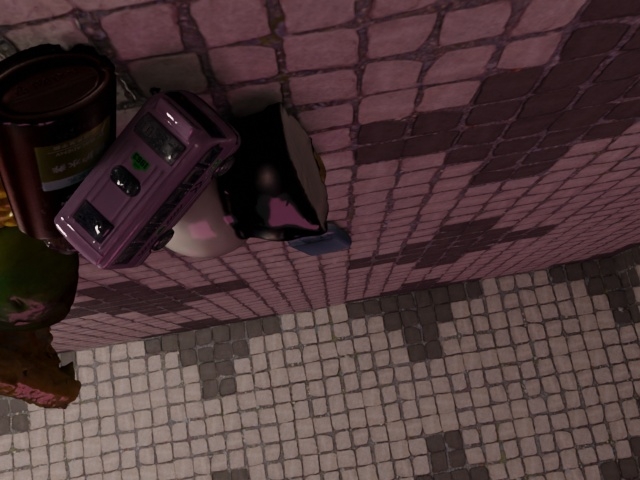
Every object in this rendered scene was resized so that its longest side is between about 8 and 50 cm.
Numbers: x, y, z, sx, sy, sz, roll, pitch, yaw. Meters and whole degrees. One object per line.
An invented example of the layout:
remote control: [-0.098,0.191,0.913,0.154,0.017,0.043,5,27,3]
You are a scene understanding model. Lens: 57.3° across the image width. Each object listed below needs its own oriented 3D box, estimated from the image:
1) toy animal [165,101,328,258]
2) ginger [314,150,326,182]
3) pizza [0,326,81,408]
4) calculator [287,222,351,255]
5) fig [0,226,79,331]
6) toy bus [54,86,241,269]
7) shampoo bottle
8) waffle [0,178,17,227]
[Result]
toy animal: [-0.118,-0.067,0.762,0.235,0.165,0.187,-11,162,15]
ginger: [-0.036,-0.066,0.988,0.065,0.118,0.299,29,171,2]
pizza: [-0.572,0.145,0.993,0.080,0.392,0.435,-50,167,4]
calculator: [0.000,0.000,1.397,0.121,0.039,0.210,-12,167,16]
fig: [-0.482,0.061,0.950,0.191,0.181,0.181,-35,-173,-42]
toy bus: [-0.184,-0.066,0.628,0.199,0.096,0.108,-48,174,11]
shampoo bottle: [-0.290,-0.076,0.655,0.129,0.084,0.323,-35,171,-31]
waffle: [-0.441,-0.063,0.784,0.291,0.051,0.291,-8,168,-2]
